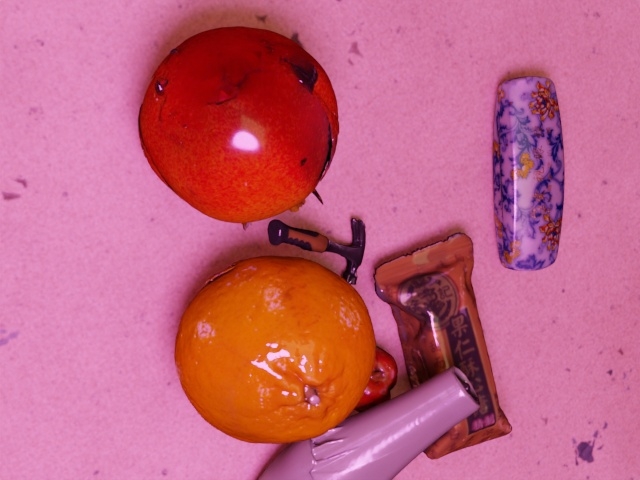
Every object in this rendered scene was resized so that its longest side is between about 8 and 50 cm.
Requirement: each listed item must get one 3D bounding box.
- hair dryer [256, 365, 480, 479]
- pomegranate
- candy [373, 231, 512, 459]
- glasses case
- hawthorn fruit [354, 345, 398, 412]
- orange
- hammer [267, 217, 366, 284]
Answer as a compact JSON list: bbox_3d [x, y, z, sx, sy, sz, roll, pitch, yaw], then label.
[{"bbox_3d":[0.104,0.267,1.202,0.298,0.119,0.296,21,121,-27],"label":"hair dryer"},{"bbox_3d":[-0.081,-0.111,1.069,0.210,0.210,0.235,-38,137,-15],"label":"pomegranate"},{"bbox_3d":[0.151,0.134,1.258,0.143,0.101,0.271,-16,100,-23],"label":"candy"},{"bbox_3d":[0.265,-0.084,1.296,0.087,0.065,0.247,-8,99,-25],"label":"glasses case"},{"bbox_3d":[0.055,0.167,1.221,0.093,0.093,0.093,-3,98,-23],"label":"hawthorn fruit"},{"bbox_3d":[-0.048,0.122,1.108,0.219,0.193,0.219,0,121,0],"label":"orange"},{"bbox_3d":[0.000,0.000,1.159,0.201,0.021,0.078,19,85,-59],"label":"hammer"}]
